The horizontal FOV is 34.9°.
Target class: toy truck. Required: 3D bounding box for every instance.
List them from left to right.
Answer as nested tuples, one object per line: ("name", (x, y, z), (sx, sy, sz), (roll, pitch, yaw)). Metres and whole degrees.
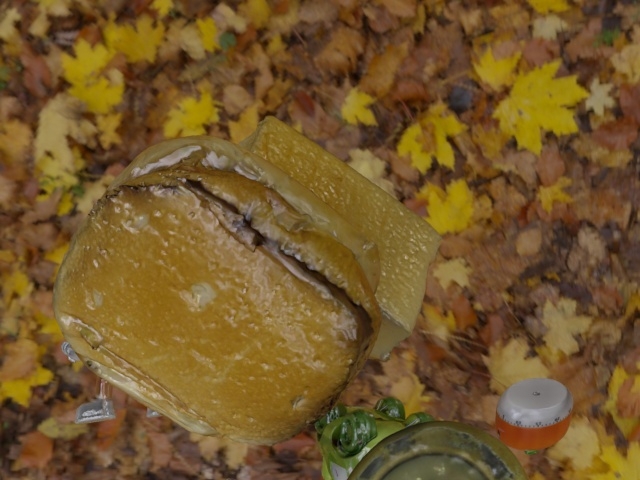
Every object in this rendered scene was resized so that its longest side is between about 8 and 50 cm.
("toy truck", (0.067, 0.329, 1.517), (0.187, 0.148, 0.210), (-134, 52, -59))

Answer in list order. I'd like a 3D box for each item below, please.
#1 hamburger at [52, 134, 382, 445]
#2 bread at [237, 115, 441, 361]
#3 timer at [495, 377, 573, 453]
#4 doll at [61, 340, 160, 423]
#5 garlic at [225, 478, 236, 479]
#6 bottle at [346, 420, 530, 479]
("hamburger", (-0.093, 0.052, 0.994), (0.304, 0.174, 0.284), (36, 132, -11))
("bread", (0.000, 0.000, 1.220), (0.275, 0.114, 0.185), (32, 48, -13))
("timer", (0.345, 0.293, 1.661), (0.136, 0.136, 0.099), (-26, 37, 9))
("doll", (-0.258, 0.128, 1.344), (0.183, 0.085, 0.217), (-6, 92, 9))
("garlic", (-0.132, 0.432, 1.621), (0.113, 0.074, 0.094), (35, 61, -7))
("bottle", (0.149, 0.312, 0.935), (0.171, 0.351, 0.171), (-14, 52, 18))
